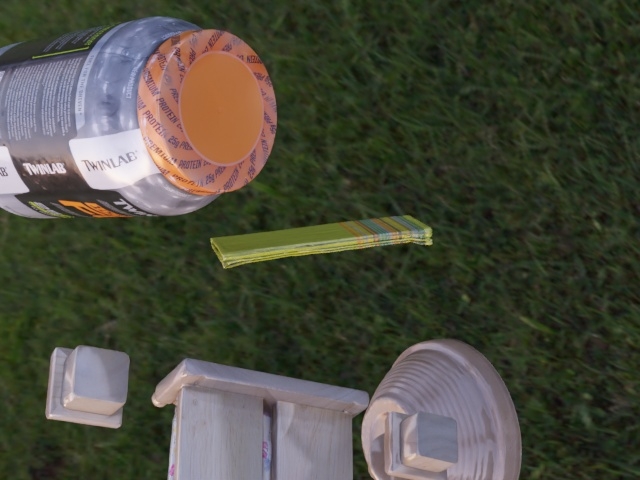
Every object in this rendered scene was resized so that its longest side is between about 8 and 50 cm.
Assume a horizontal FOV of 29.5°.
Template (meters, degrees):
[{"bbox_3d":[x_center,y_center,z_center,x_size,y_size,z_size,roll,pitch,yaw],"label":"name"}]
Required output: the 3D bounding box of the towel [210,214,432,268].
[{"bbox_3d":[0.000,0.000,1.366,0.237,0.102,0.021,-7,101,-11],"label":"towel"}]

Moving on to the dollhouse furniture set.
[{"bbox_3d":[-0.038,0.263,0.805,0.174,0.356,0.303,-42,41,51],"label":"dollhouse furniture set"}]

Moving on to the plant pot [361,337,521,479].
[{"bbox_3d":[0.128,0.245,1.508,0.237,0.110,0.237,13,106,53],"label":"plant pot"}]

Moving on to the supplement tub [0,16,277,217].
[{"bbox_3d":[-0.206,-0.119,1.221,0.316,0.194,0.193,0,78,44],"label":"supplement tub"}]
